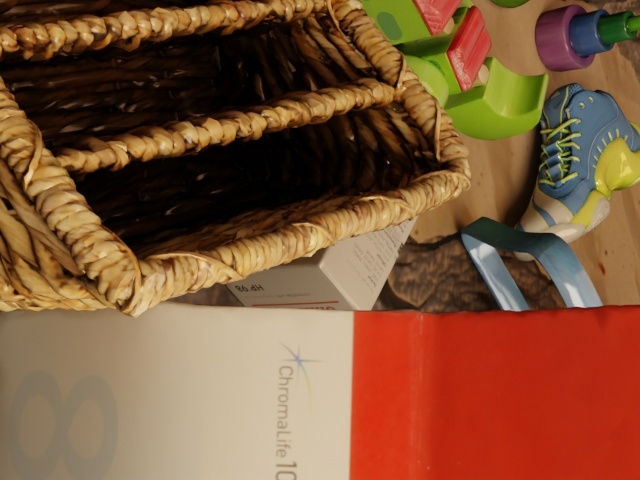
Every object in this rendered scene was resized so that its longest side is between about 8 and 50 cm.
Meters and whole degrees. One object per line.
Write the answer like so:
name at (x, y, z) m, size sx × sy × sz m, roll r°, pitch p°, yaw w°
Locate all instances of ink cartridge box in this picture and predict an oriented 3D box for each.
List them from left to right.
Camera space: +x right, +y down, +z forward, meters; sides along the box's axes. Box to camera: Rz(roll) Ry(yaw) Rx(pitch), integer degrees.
ink cartridge box at (-0.027, 0.183, 0.549) m, size 0.091 × 0.385 × 0.308 m, roll 11°, pitch 77°, yaw -48°
ink cartridge box at (0.000, 0.000, 0.805) m, size 0.060 × 0.104 × 0.180 m, roll 51°, pitch 52°, yaw -31°

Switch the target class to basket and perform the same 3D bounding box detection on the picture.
basket at (-0.087, -0.091, 0.636) m, size 0.299 × 0.223 × 0.214 m, roll -18°, pitch 99°, yaw -46°
basket at (0.214, 0.115, 0.917) m, size 0.201 × 0.255 × 0.289 m, roll -33°, pitch 99°, yaw -1°

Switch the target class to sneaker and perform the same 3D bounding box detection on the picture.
sneaker at (0.234, -0.075, 1.098) m, size 0.240 × 0.091 × 0.126 m, roll -35°, pitch 93°, yaw -43°

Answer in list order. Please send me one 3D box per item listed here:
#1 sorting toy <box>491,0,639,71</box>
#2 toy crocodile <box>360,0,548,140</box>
sorting toy at (0.202, -0.309, 1.042) m, size 0.365 × 0.126 × 0.127 m, roll 51°, pitch 52°, yaw -30°
toy crocodile at (0.064, -0.201, 0.895) m, size 0.340 × 0.105 × 0.115 m, roll 49°, pitch 53°, yaw -32°
